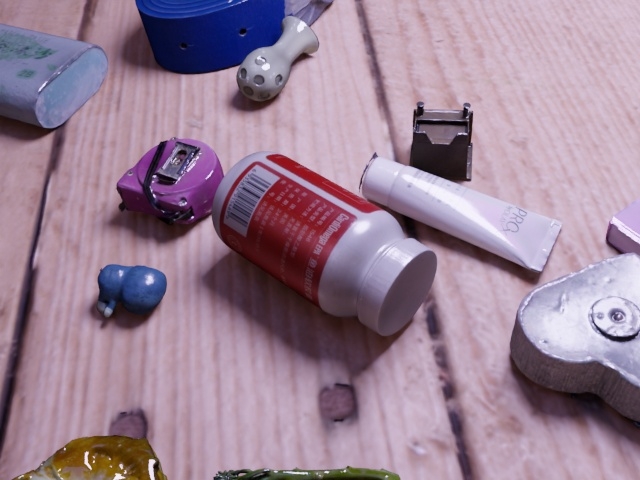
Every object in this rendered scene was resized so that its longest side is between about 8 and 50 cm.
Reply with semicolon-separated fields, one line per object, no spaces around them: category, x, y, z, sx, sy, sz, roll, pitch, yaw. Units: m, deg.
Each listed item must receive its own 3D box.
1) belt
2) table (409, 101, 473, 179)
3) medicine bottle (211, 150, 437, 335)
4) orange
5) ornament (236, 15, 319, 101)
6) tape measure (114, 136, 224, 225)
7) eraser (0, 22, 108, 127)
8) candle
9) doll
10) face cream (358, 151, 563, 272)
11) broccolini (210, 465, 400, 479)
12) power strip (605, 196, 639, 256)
belt;-0.132;-0.410;1.208;0.347;0.117;0.212;-35;52;-21
table;0.158;-0.132;0.953;0.083;0.082;0.070;4;51;10
medicine bottle;0.000;0.000;0.829;0.250;0.131;0.131;32;60;29
orange;-0.208;0.257;0.651;0.170;0.112;0.160;9;35;-16
ornament;-0.070;-0.271;1.113;0.081;0.075;0.156;-21;29;51
tape measure;-0.189;-0.076;0.956;0.118;0.074;0.125;15;55;19
eraser;-0.478;-0.267;1.156;0.227;0.081;0.174;16;55;21
candle;0.302;0.092;0.752;0.192;0.068;0.168;18;53;17
doll;-0.225;0.059;0.865;0.083;0.050;0.076;9;56;13
face cream;0.165;-0.037;0.892;0.244;0.058;0.092;23;51;17
broccolini;-0.021;0.231;0.686;0.194;0.052;0.054;-5;53;3
power strip;0.450;0.035;0.799;0.109;0.037;0.279;-32;53;-18
